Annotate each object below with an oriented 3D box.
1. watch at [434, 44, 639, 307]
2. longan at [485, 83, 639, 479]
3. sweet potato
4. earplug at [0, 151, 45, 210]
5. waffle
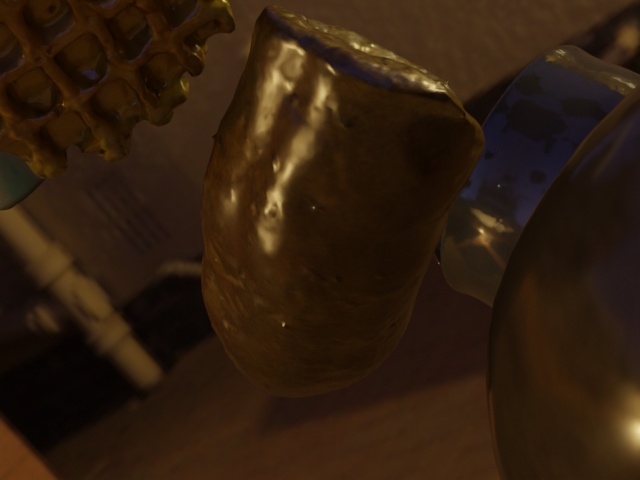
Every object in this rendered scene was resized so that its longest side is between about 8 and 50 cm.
[{"bbox_3d":[0.277,-0.058,1.733,0.335,0.314,0.327,-55,-25,-10],"label":"watch"},{"bbox_3d":[0.246,0.066,0.743,0.361,0.361,0.361,-39,12,10],"label":"longan"},{"bbox_3d":[0.000,0.000,1.029,0.158,0.158,0.370,-52,-16,-41],"label":"sweet potato"},{"bbox_3d":[-0.390,-0.170,1.523,0.185,0.324,0.185,-20,56,32],"label":"earplug"},{"bbox_3d":[-0.172,-0.143,0.956,0.056,0.253,0.249,-109,21,-51],"label":"waffle"}]
